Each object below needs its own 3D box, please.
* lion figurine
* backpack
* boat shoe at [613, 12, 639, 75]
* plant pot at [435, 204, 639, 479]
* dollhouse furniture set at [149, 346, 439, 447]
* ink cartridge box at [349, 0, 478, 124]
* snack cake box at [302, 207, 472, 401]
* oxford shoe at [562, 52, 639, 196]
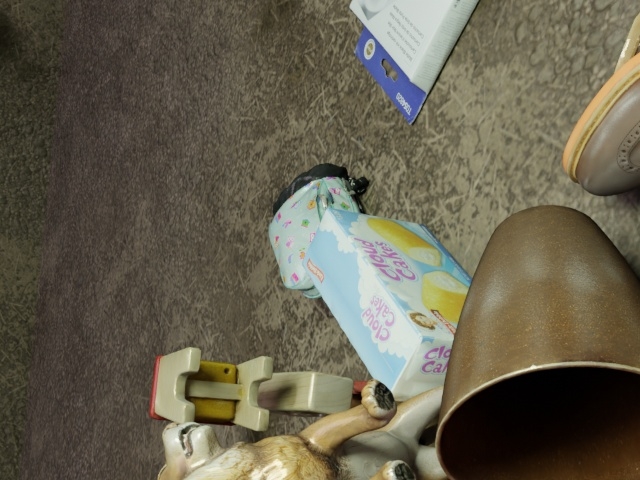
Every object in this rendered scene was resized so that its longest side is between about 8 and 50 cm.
[{"bbox_3d":[0.037,0.216,0.972,0.240,0.392,0.142,-36,61,35],"label":"lion figurine"},{"bbox_3d":[0.000,0.000,1.402,0.152,0.115,0.182,-47,46,39],"label":"backpack"},{"bbox_3d":[0.342,-0.232,0.946,0.073,0.073,0.207,22,108,21],"label":"boat shoe"},{"bbox_3d":[0.207,0.086,0.889,0.215,0.215,0.230,-51,22,40],"label":"plant pot"},{"bbox_3d":[-0.025,0.243,1.122,0.152,0.374,0.201,-14,68,55],"label":"dollhouse furniture set"},{"bbox_3d":[0.114,-0.306,1.365,0.224,0.045,0.223,-64,34,27],"label":"ink cartridge box"},{"bbox_3d":[0.101,0.073,1.171,0.089,0.152,0.264,-65,34,23],"label":"snack cake box"},{"bbox_3d":[0.348,-0.110,0.839,0.364,0.130,0.132,-39,56,49],"label":"oxford shoe"}]
